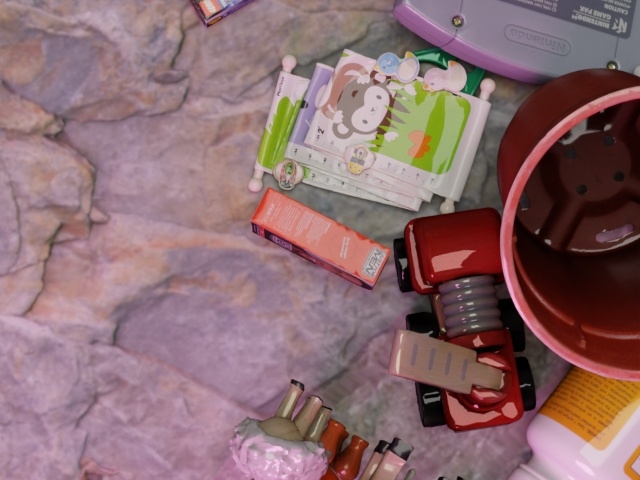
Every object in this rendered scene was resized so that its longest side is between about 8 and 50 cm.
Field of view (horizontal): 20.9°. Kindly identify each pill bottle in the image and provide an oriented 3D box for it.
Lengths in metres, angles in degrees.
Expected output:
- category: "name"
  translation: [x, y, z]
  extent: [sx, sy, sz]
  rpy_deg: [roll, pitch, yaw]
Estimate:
- category: "pill bottle"
  translation: [0.291, 0.183, 1.726]
  extent: [0.136, 0.136, 0.245]
  rpy_deg: [39, 83, 5]

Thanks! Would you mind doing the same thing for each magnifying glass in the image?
- category: "magnifying glass"
  translation: [0.161, -0.191, 1.840]
  extent: [0.231, 0.026, 0.092]
  rpy_deg: [-36, 83, -4]

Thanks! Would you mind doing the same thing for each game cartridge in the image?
- category: "game cartridge"
  translation: [0.226, -0.264, 1.803]
  extent: [0.297, 0.062, 0.198]
  rpy_deg: [15, 83, -14]

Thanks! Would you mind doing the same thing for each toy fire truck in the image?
- category: "toy fire truck"
  translation: [0.129, 0.074, 1.685]
  extent: [0.158, 0.246, 0.217]
  rpy_deg: [-8, 82, -3]

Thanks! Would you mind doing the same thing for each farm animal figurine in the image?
- category: "farm animal figurine"
  translation: [0.073, 0.296, 1.625]
  extent: [0.330, 0.327, 0.172]
  rpy_deg: [28, 80, 16]

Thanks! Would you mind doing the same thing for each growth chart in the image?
- category: "growth chart"
  translation: [0.054, -0.116, 1.810]
  extent: [0.237, 0.021, 0.172]
  rpy_deg: [10, 89, 6]

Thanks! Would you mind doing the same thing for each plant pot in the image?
- category: "plant pot"
  translation: [0.284, -0.041, 1.648]
  extent: [0.272, 0.265, 0.272]
  rpy_deg: [-1, 107, -4]

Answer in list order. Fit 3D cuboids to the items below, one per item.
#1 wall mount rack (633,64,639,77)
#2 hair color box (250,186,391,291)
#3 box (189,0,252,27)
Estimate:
- category: "wall mount rack"
  translation: [0.510, -0.170, 1.768]
  extent: [0.304, 0.130, 0.350]
  rpy_deg: [35, 94, 19]
- category: "hair color box"
  translation: [0.000, 0.000, 1.782]
  extent: [0.141, 0.072, 0.043]
  rpy_deg: [27, 82, 4]
- category: "box"
  translation: [-0.117, -0.307, 1.849]
  extent: [0.094, 0.027, 0.137]
  rpy_deg: [-30, 83, -7]
